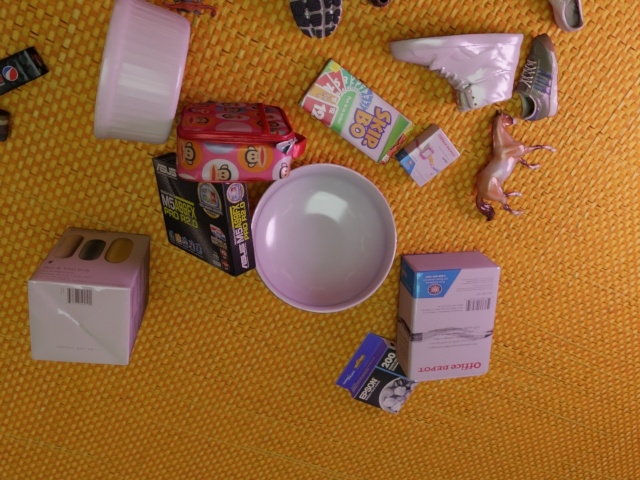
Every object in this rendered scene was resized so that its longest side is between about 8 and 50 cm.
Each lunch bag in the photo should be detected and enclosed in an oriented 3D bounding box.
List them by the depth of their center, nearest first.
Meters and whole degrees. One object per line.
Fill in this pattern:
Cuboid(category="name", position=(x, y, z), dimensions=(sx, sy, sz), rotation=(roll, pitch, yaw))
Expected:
Cuboid(category="lunch bag", position=(-0.155, -0.203, 1.112), dimensions=(0.258, 0.293, 0.120), rotation=(1, 115, -11))

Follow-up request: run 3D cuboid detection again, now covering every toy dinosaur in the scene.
Cuboid(category="toy dinosaur", position=(-0.255, -0.465, 1.102), dimensions=(0.082, 0.090, 0.047), rotation=(19, 133, 19))

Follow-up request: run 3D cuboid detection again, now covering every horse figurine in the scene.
Cuboid(category="horse figurine", position=(0.449, -0.164, 1.329), dimensions=(0.174, 0.066, 0.263), rotation=(16, 110, -20))

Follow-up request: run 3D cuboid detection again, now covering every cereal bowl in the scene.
Cuboid(category="cereal bowl", position=(0.000, 0.000, 1.276), dimensions=(0.339, 0.141, 0.339), rotation=(1, 82, -7))

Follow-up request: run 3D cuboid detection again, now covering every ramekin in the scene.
Cuboid(category="ramekin", position=(-0.340, -0.318, 1.052), dimensions=(0.135, 0.277, 0.277), rotation=(11, 114, -20))

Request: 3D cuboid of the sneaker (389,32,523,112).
Cuboid(category="sneaker", position=(0.293, -0.361, 1.192), dimensions=(0.292, 0.108, 0.169), rotation=(-3, 113, -7))

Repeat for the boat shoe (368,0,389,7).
Cuboid(category="boat shoe", position=(0.140, -0.575, 1.091), dimensions=(0.073, 0.073, 0.207), rotation=(4, 114, -7))

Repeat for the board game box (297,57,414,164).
Cuboid(category="board game box", position=(0.088, -0.285, 1.247), dimensions=(0.259, 0.039, 0.124), rotation=(32, 109, -22))

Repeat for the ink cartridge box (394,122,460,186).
Cuboid(category="ink cartridge box", position=(0.252, -0.202, 1.294), dimensions=(0.122, 0.052, 0.088), rotation=(-40, 113, 11))

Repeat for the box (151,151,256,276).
Cuboid(category="box", position=(-0.257, -0.063, 1.195), dimensions=(0.060, 0.270, 0.216), rotation=(-27, 125, -38))

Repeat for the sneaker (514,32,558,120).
Cuboid(category="sneaker", position=(0.482, -0.358, 1.237), dimensions=(0.086, 0.064, 0.192), rotation=(-20, 119, -2))

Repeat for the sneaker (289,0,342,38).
Cuboid(category="sneaker", position=(-0.009, -0.537, 1.074), dimensions=(0.107, 0.110, 0.275), rotation=(2, 134, 11))

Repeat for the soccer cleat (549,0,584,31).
Cuboid(category="soccer cleat", position=(0.502, -0.530, 1.152), dimensions=(0.068, 0.076, 0.196), rotation=(-35, 114, 10))

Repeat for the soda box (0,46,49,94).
Cuboid(category="soda box", position=(-0.653, -0.335, 1.122), dimensions=(0.169, 0.053, 0.060), rotation=(-22, 117, 5))

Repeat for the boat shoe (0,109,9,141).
Cuboid(category="boat shoe", position=(-0.770, -0.247, 1.136), dimensions=(0.223, 0.080, 0.073), rotation=(5, 110, -14))

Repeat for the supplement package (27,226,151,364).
Cuboid(category="supplement package", position=(-0.509, 0.119, 1.239), dimensions=(0.199, 0.262, 0.198), rotation=(6, 114, -10))

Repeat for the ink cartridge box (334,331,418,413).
Cuboid(category="ink cartridge box", position=(0.179, 0.383, 1.570), dimensions=(0.208, 0.045, 0.206), rotation=(24, 110, -15))

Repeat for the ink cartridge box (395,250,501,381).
Cuboid(category="ink cartridge box", position=(0.324, 0.194, 1.429), dimensions=(0.223, 0.129, 0.307), rotation=(-3, 109, -10))
